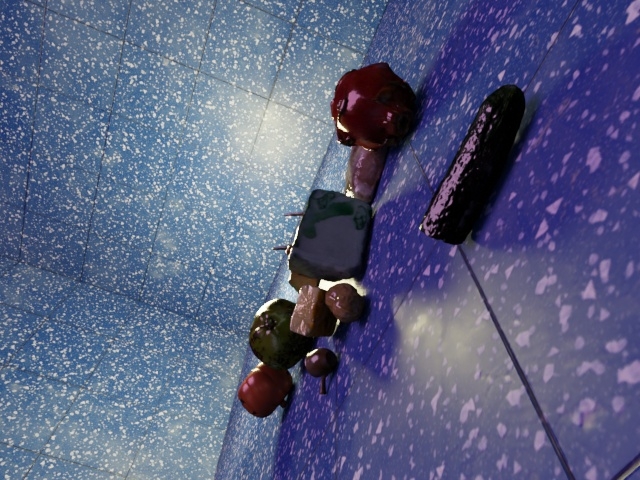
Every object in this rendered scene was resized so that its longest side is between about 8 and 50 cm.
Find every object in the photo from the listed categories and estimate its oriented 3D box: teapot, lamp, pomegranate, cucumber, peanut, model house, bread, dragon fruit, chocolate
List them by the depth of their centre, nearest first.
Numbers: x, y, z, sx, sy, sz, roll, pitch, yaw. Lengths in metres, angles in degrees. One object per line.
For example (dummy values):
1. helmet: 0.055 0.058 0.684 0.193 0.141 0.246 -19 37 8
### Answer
1. cucumber: 0.229 -0.109 0.681 0.074 0.074 0.242 -96 29 -72
2. peanut: 0.057 0.147 1.118 0.193 0.089 0.089 -157 87 -82
3. teapot: 0.012 0.325 1.162 0.080 0.084 0.111 -32 62 39
4. bread: -0.003 0.188 1.229 0.188 0.068 0.126 29 -104 -65
5. dragon fruit: 0.143 -0.374 1.325 0.250 0.250 0.315 118 145 -44
6. model house: 0.016 0.054 1.385 0.325 0.193 0.267 105 -179 -52
7. chocolate: 0.140 -0.240 1.493 0.185 0.100 0.304 146 141 -71
8. pomegranate: -0.137 0.315 1.558 0.222 0.203 0.276 -65 7 -19
9. lamp: -0.178 0.502 1.567 0.188 0.163 0.188 -49 -8 -9

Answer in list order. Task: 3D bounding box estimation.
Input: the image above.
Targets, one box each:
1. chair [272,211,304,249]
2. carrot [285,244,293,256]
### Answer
1. chair: 0.000 0.000 1.645 0.271 0.166 0.188 -8 50 31
2. carrot: -0.028 0.062 1.535 0.060 0.186 0.060 -64 4 8
